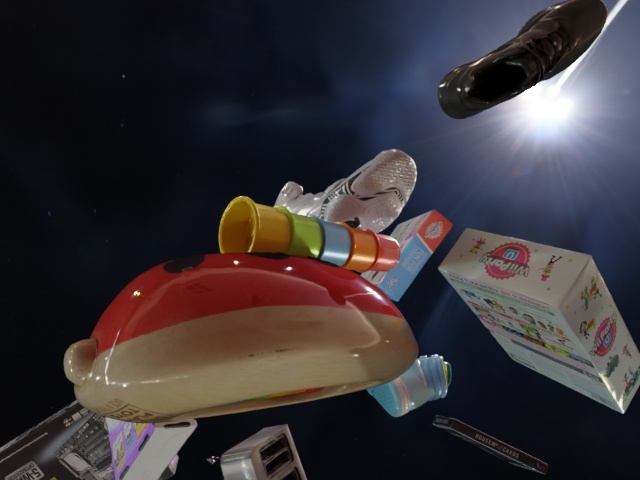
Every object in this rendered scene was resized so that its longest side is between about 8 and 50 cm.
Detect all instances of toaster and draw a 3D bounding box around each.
[{"bbox_3d":[-0.123,0.511,1.072,0.185,0.110,0.168,-7,-108,-57],"label":"toaster"}]

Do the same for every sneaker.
[{"bbox_3d":[0.020,-0.075,1.009,0.137,0.366,0.210,30,-156,-36],"label":"sneaker"},{"bbox_3d":[0.232,0.358,1.347,0.208,0.319,0.127,-11,-75,-13],"label":"sneaker"},{"bbox_3d":[0.331,-0.283,0.776,0.286,0.130,0.109,-34,-77,7],"label":"sneaker"}]

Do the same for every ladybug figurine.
[{"bbox_3d":[-0.070,0.115,0.602,0.449,0.305,0.162,11,-120,-46],"label":"ladybug figurine"}]

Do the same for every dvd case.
[{"bbox_3d":[0.415,0.507,1.234,0.238,0.179,0.030,24,-107,6],"label":"dvd case"}]

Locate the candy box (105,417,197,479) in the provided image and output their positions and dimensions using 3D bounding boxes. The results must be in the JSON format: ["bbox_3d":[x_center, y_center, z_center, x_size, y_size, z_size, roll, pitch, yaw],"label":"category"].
[{"bbox_3d":[-0.282,0.256,0.788,0.070,0.165,0.196,11,-144,-39],"label":"candy box"}]

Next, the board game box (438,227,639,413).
[{"bbox_3d":[0.364,0.127,0.807,0.097,0.224,0.303,-51,-58,-11],"label":"board game box"}]

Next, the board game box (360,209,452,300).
[{"bbox_3d":[0.213,0.048,1.348,0.064,0.316,0.242,38,-97,-3],"label":"board game box"}]

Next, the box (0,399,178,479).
[{"bbox_3d":[-0.502,0.472,1.047,0.307,0.076,0.242,-31,-81,-5],"label":"box"}]

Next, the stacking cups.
[{"bbox_3d":[0.000,0.000,0.766,0.316,0.096,0.096,7,-128,-43],"label":"stacking cups"}]
